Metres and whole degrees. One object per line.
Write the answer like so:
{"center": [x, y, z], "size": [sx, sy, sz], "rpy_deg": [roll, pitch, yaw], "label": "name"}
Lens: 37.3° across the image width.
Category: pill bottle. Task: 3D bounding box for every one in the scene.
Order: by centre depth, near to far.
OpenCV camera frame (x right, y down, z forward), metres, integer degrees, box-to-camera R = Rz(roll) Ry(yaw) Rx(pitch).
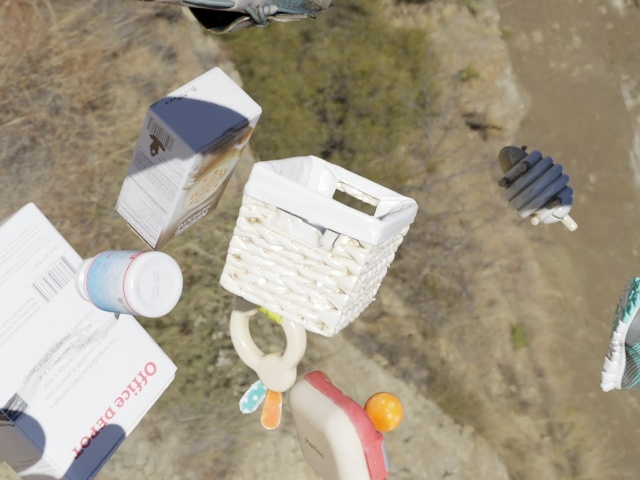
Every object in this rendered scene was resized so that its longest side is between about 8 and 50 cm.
{"center": [-0.265, 0.056, 1.288], "size": [0.087, 0.160, 0.087], "rpy_deg": [-1, 92, -44], "label": "pill bottle"}

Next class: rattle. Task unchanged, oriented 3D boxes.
{"center": [-0.056, 0.157, 1.407], "size": [0.143, 0.130, 0.199], "rpy_deg": [-50, 132, -67], "label": "rattle"}

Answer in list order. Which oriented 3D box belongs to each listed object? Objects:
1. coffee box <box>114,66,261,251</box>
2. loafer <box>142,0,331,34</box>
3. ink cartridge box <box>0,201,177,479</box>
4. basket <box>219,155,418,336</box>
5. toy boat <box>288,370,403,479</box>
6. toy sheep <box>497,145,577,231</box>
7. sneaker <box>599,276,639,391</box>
{"center": [-0.195, -0.113, 1.370], "size": [0.098, 0.246, 0.141], "rpy_deg": [44, 52, 9], "label": "coffee box"}
{"center": [-0.079, -0.173, 0.608], "size": [0.267, 0.096, 0.084], "rpy_deg": [2, 112, -62], "label": "loafer"}
{"center": [-0.479, 0.186, 1.592], "size": [0.395, 0.166, 0.285], "rpy_deg": [52, 48, -15], "label": "ink cartridge box"}
{"center": [0.000, 0.000, 0.775], "size": [0.103, 0.113, 0.167], "rpy_deg": [-67, 169, 12], "label": "basket"}
{"center": [0.052, 0.268, 1.390], "size": [0.151, 0.231, 0.151], "rpy_deg": [-20, 110, -21], "label": "toy boat"}
{"center": [0.263, -0.061, 1.154], "size": [0.132, 0.091, 0.091], "rpy_deg": [53, 27, 2], "label": "toy sheep"}
{"center": [0.316, 0.095, 0.907], "size": [0.166, 0.076, 0.065], "rpy_deg": [76, 32, -53], "label": "sneaker"}
